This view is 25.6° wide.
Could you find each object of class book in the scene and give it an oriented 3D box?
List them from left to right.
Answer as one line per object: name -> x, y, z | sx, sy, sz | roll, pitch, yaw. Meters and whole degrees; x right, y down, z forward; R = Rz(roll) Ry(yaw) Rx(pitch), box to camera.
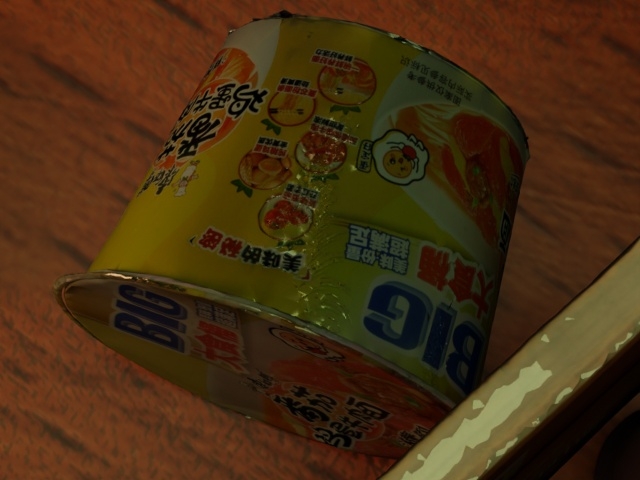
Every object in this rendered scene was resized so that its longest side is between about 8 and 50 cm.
book -> 0.079, 0.079, 0.547 | 0.262, 0.374, 0.028 | -42, 75, -9

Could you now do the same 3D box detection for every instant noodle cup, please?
instant noodle cup -> 0.000, 0.000, 0.660 | 0.205, 0.205, 0.153 | 22, 69, 2

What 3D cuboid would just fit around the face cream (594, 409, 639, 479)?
face cream -> 0.190, 0.104, 0.597 | 0.154, 0.274, 0.096 | 28, 80, 2
